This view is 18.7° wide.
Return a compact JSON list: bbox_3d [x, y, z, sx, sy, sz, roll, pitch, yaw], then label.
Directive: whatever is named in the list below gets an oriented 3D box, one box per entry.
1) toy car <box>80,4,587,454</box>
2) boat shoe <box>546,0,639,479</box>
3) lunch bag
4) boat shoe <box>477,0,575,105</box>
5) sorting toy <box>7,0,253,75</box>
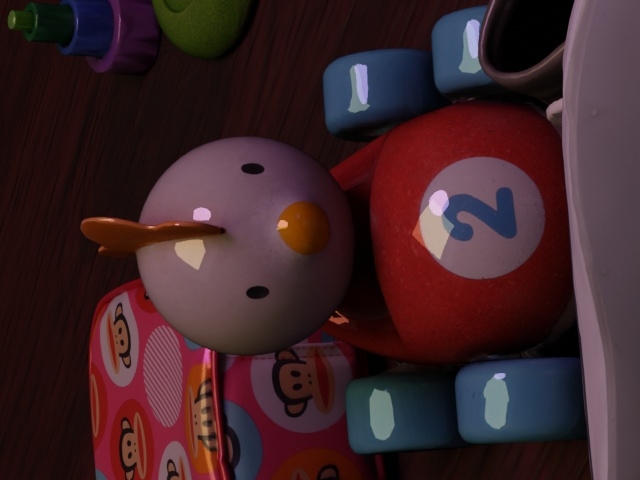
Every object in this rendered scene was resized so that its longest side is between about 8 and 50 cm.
[{"bbox_3d":[0.000,0.000,0.984,0.210,0.238,0.219,-14,78,58],"label":"toy car"},{"bbox_3d":[0.166,-0.015,0.808,0.156,0.136,0.367,-85,-10,-68],"label":"boat shoe"},{"bbox_3d":[-0.067,0.161,1.207,0.258,0.120,0.293,-23,71,57],"label":"lunch bag"},{"bbox_3d":[0.172,-0.187,0.838,0.112,0.095,0.335,60,138,40],"label":"boat shoe"},{"bbox_3d":[-0.109,-0.194,1.279,0.365,0.126,0.127,-26,67,55],"label":"sorting toy"}]
